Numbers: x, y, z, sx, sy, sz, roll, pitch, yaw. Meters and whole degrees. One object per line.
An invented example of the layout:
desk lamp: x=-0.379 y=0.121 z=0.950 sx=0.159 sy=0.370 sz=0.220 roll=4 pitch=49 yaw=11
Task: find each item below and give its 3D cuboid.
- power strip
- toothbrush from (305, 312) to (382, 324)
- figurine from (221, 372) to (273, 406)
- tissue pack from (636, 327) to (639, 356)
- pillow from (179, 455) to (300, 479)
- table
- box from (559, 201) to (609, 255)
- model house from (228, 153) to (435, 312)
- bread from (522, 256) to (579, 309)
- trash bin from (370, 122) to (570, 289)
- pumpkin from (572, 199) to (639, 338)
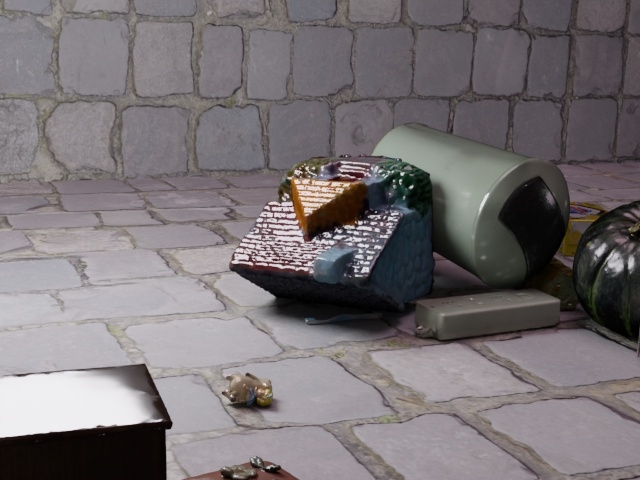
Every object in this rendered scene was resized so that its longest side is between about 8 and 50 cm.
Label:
power strip: x=0.333 y=0.140 z=1.890 sx=0.338 sy=0.058 sz=0.098 roll=-4 pitch=14 yaw=-26
toothbrush: x=0.047 y=0.152 z=1.895 sx=0.162 sy=0.014 sz=0.017 roll=-2 pitch=33 yaw=-19
figurine: x=-0.105 y=0.232 z=1.474 sx=0.083 sy=0.047 sz=0.050 roll=4 pitch=26 yaw=-25
tissue pack: x=0.628 y=0.196 z=1.617 sx=0.149 sy=0.092 sz=0.246 roll=4 pitch=13 yaw=5
pillow: x=-0.080 y=0.298 z=1.106 sx=0.171 sy=0.075 sz=0.179 roll=-8 pitch=15 yaw=-35
table: x=-0.248 y=0.252 z=1.017 sx=0.173 sy=0.193 sz=0.169 roll=-2 pitch=13 yaw=-18
box: x=0.693 y=-0.034 z=2.609 sx=0.168 sy=0.097 sz=0.265 roll=2 pitch=13 yaw=-3
model house: x=0.000 y=0.000 z=1.929 sx=0.360 sy=0.297 sz=0.339 roll=7 pitch=17 yaw=28
bread: x=0.489 y=0.077 z=2.124 sx=0.087 sy=0.098 sz=0.269 roll=43 pitch=4 yaw=-15
trash bin: x=0.318 y=-0.081 z=2.078 sx=0.280 sy=0.280 sz=0.432 roll=-8 pitch=25 yaw=-37
pumpkin: x=0.653 y=0.060 z=1.881 sx=0.323 sy=0.241 sz=0.323 roll=-5 pitch=27 yaw=2
